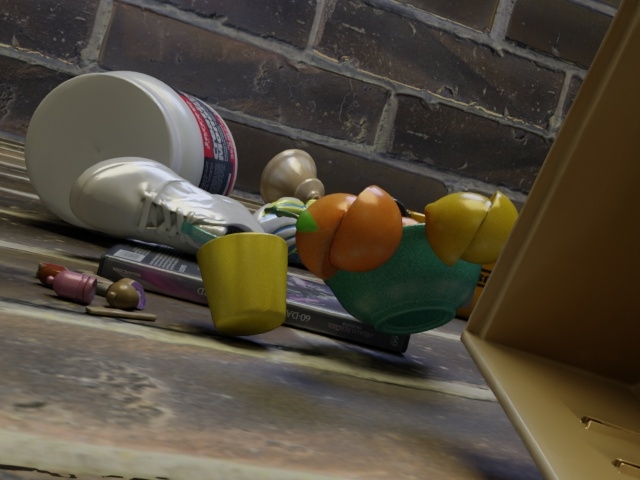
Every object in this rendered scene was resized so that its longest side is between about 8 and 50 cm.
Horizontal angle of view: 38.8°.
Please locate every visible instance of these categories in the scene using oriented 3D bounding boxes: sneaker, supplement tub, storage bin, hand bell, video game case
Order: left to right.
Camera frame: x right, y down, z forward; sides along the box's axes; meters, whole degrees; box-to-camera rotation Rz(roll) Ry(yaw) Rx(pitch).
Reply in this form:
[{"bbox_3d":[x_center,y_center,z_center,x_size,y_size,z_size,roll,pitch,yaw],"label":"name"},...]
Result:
[{"bbox_3d":[-0.217,-0.098,1.094,0.191,0.191,0.272,15,4,6],"label":"supplement tub"},{"bbox_3d":[-0.132,-0.020,0.877,0.212,0.080,0.094,14,15,-38],"label":"sneaker"},{"bbox_3d":[-0.062,0.046,0.871,0.274,0.026,0.196,15,4,-6],"label":"video game case"},{"bbox_3d":[0.000,0.000,1.299,0.126,0.091,0.240,37,31,31],"label":"sneaker"},{"bbox_3d":[0.003,-0.066,1.647,0.126,0.126,0.242,12,17,-40],"label":"hand bell"},{"bbox_3d":[0.199,0.004,0.398,0.123,0.261,0.262,19,16,-12],"label":"storage bin"}]

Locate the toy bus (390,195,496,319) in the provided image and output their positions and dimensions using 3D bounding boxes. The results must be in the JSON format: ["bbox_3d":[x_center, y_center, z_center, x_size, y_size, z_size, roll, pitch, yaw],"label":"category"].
[{"bbox_3d":[0.189,0.034,1.228,0.332,0.130,0.108,15,5,0],"label":"toy bus"}]

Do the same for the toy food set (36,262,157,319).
[{"bbox_3d":[-0.174,0.031,0.680,0.077,0.019,0.122,12,5,-43],"label":"toy food set"}]

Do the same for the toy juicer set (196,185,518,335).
[{"bbox_3d":[0.089,0.009,0.695,0.328,0.090,0.209,8,-29,-33],"label":"toy juicer set"}]
